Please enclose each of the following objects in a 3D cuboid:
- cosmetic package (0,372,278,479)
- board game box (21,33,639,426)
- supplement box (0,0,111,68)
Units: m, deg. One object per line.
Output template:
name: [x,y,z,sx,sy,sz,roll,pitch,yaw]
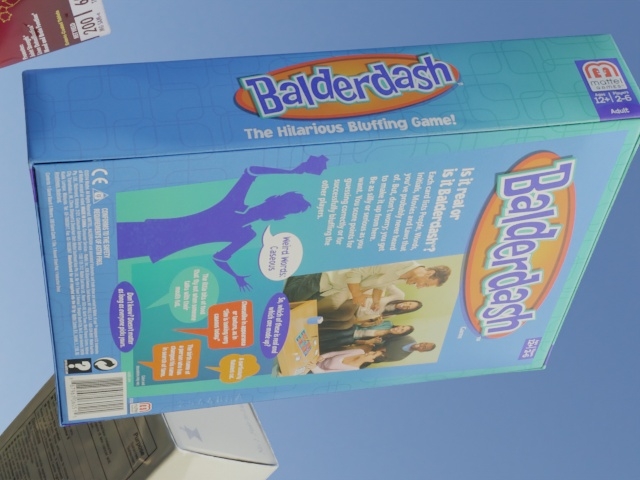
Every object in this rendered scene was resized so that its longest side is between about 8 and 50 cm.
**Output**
cosmetic package: [-0.192,0.213,1.038,0.309,0.113,0.160,-45,-132,21]
board game box: [0.000,0.000,0.483,0.160,0.210,0.047,100,-18,-50]
supplement box: [-0.335,-0.227,1.222,0.130,0.239,0.073,86,-18,-60]
